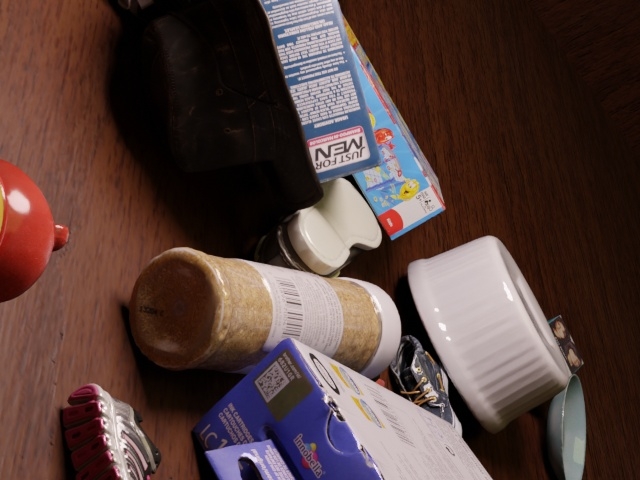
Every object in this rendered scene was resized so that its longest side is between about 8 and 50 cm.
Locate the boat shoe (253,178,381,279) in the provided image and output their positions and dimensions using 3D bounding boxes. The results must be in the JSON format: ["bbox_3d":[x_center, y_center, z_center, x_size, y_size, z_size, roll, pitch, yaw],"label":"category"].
[{"bbox_3d":[-0.003,-0.004,1.658,0.109,0.091,0.305,54,20,0],"label":"boat shoe"}]

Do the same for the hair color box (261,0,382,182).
[{"bbox_3d":[-0.038,-0.241,1.610,0.174,0.105,0.347,-173,-113,-76],"label":"hair color box"}]

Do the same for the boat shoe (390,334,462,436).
[{"bbox_3d":[0.132,0.208,1.750,0.083,0.065,0.183,48,20,-30],"label":"boat shoe"}]

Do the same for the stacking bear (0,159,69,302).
[{"bbox_3d":[-0.305,-0.026,0.984,0.289,0.175,0.164,29,37,-64],"label":"stacking bear"}]

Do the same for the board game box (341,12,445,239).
[{"bbox_3d":[0.062,-0.174,1.884,0.302,0.086,0.308,60,8,-8],"label":"board game box"}]

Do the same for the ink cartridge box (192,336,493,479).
[{"bbox_3d":[0.052,0.265,1.314,0.395,0.151,0.270,36,14,-49],"label":"ink cartridge box"}]

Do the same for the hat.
[{"bbox_3d":[-0.124,-0.162,1.481,0.331,0.134,0.331,57,-16,27],"label":"hat"}]

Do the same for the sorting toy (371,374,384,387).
[{"bbox_3d":[0.043,0.163,1.611,0.102,0.061,0.042,69,6,-61],"label":"sorting toy"}]

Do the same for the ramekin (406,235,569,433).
[{"bbox_3d":[0.247,0.127,1.918,0.277,0.135,0.277,57,13,-21],"label":"ramekin"}]

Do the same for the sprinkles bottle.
[{"bbox_3d":[-0.048,0.085,1.410,0.355,0.121,0.121,14,53,-57],"label":"sprinkles bottle"}]

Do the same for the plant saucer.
[{"bbox_3d":[0.397,0.315,2.160,0.195,0.037,0.194,-1,90,-67],"label":"plant saucer"}]

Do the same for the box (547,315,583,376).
[{"bbox_3d":[0.379,0.202,2.265,0.100,0.060,0.244,64,24,4],"label":"box"}]

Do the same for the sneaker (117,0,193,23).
[{"bbox_3d":[-0.211,-0.328,1.556,0.281,0.105,0.115,37,36,-44],"label":"sneaker"}]

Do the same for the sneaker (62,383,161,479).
[{"bbox_3d":[-0.167,0.203,1.124,0.075,0.063,0.170,25,38,-46],"label":"sneaker"}]
